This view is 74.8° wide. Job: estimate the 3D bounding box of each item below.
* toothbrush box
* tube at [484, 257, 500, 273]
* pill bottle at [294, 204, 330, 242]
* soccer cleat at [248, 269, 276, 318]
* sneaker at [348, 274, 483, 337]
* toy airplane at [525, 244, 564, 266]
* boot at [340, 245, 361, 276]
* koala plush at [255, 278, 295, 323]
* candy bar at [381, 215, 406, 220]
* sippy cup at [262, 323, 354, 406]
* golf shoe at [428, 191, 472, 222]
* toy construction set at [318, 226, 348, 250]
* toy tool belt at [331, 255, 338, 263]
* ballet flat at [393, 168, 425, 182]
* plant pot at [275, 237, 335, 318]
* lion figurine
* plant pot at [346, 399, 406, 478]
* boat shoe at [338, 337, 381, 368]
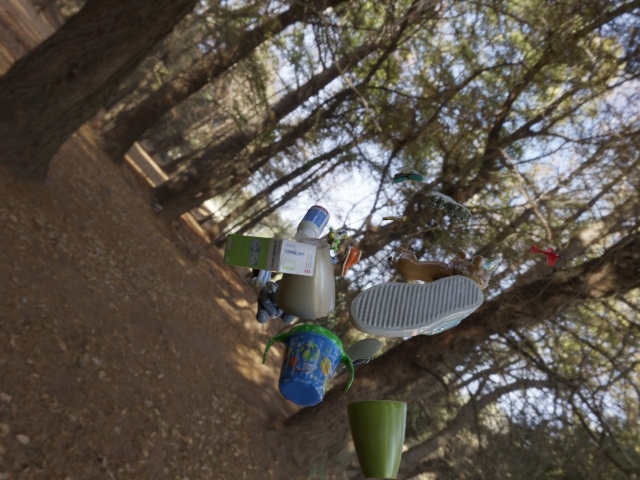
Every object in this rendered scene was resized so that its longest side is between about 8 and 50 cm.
[{"bbox_3d":[-0.190,0.054,1.572,0.282,0.122,0.206,3,-6,34],"label":"toothbrush box"},{"bbox_3d":[0.606,0.111,1.544,0.052,0.080,0.207,63,0,24],"label":"tube"},{"bbox_3d":[-0.045,-0.071,2.091,0.124,0.222,0.124,15,-48,16],"label":"pill bottle"},{"bbox_3d":[-0.309,0.252,2.183,0.115,0.143,0.332,-19,-100,41],"label":"soccer cleat"},{"bbox_3d":[0.222,0.186,1.009,0.150,0.365,0.135,111,-33,-44],"label":"sneaker"},{"bbox_3d":[0.974,0.054,1.813,0.151,0.151,0.028,43,-39,45],"label":"toy airplane"},{"bbox_3d":[0.145,0.110,2.020,0.084,0.158,0.059,15,16,-8],"label":"boot"},{"bbox_3d":[-0.201,0.259,1.989,0.221,0.196,0.204,118,-32,-46],"label":"koala plush"},{"bbox_3d":[0.426,-0.128,2.443,0.161,0.040,0.018,2,-51,39],"label":"candy bar"},{"bbox_3d":[-0.048,0.469,1.540,0.224,0.305,0.240,-70,142,-50],"label":"sippy cup"},{"bbox_3d":[0.511,-0.139,1.627,0.176,0.086,0.069,31,-48,3],"label":"golf shoe"},{"bbox_3d":[0.000,0.000,2.686,0.215,0.327,0.151,127,-41,-49],"label":"toy construction set"},{"bbox_3d":[0.073,0.112,2.363,0.083,0.052,0.051,18,3,-29],"label":"toy tool belt"},{"bbox_3d":[0.297,-0.220,1.403,0.114,0.041,0.041,0,-45,39],"label":"ballet flat"},{"bbox_3d":[-0.049,0.137,1.732,0.256,0.256,0.274,39,-52,53],"label":"plant pot"},{"bbox_3d":[0.389,0.102,1.458,0.391,0.240,0.142,0,-76,28],"label":"lion figurine"},{"bbox_3d":[0.252,0.877,1.839,0.275,0.274,0.294,67,21,-59],"label":"plant pot"},{"bbox_3d":[0.183,0.535,1.968,0.079,0.254,0.095,28,30,-53],"label":"boat shoe"}]
